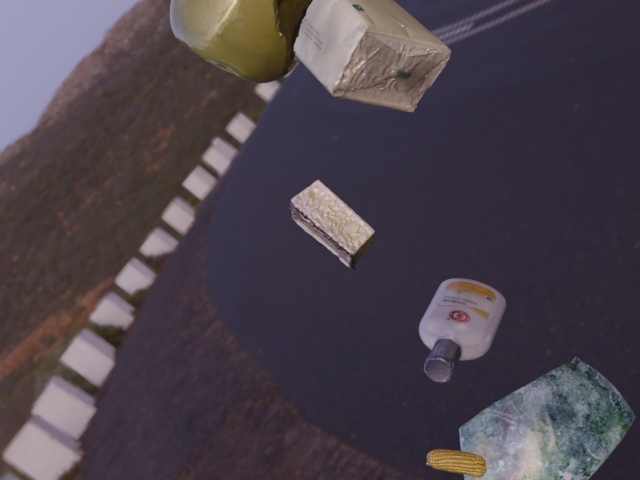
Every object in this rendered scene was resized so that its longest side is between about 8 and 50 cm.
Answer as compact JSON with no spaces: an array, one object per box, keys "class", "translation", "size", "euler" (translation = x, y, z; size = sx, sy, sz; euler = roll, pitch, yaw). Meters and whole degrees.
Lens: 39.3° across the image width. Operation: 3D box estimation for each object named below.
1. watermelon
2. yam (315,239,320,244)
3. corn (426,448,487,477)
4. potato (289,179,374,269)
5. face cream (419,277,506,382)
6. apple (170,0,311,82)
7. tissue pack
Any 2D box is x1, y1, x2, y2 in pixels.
[{"class":"watermelon","translation":[0.419,0.410,1.782],"size":[0.387,0.228,0.258],"euler":[-35,-16,-14]},{"class":"yam","translation":[0.000,0.000,1.604],"size":[0.014,0.014,0.107],"euler":[-50,-5,0]},{"class":"corn","translation":[0.211,0.344,1.390],"size":[0.037,0.092,0.037],"euler":[7,-90,-88]},{"class":"potato","translation":[0.018,-0.021,1.251],"size":[0.061,0.122,0.086],"euler":[-48,-11,-9]},{"class":"face cream","translation":[0.260,0.168,1.707],"size":[0.291,0.143,0.071],"euler":[-48,-31,-54]},{"class":"apple","translation":[-0.131,-0.410,1.566],"size":[0.279,0.279,0.279],"euler":[-49,9,10]},{"class":"tissue pack","translation":[0.072,-0.489,2.110],"size":[0.297,0.380,0.207],"euler":[2,-51,-43]}]
